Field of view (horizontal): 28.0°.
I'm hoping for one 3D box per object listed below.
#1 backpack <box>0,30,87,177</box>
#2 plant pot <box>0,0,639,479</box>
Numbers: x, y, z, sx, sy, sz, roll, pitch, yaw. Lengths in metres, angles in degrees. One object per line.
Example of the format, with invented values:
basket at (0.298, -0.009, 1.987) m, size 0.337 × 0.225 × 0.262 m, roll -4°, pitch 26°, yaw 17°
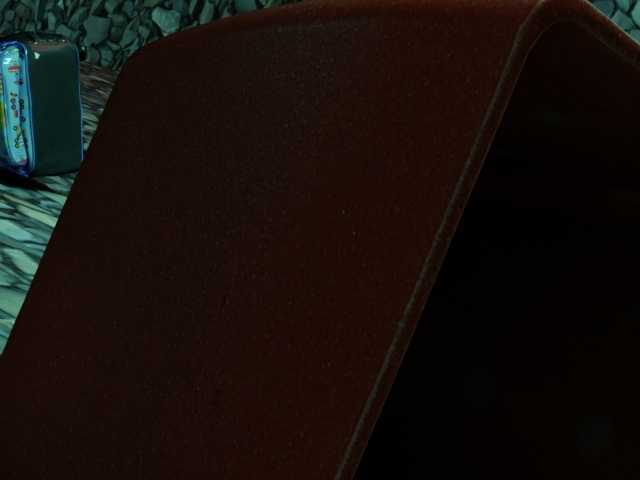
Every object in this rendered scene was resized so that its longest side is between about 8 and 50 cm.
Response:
backpack at (-0.341, -0.149, 1.394) m, size 0.173 × 0.158 × 0.117 m, roll 11°, pitch 16°, yaw 42°
plant pot at (0.019, 0.052, 0.519) m, size 0.235 × 0.267 × 0.267 m, roll 24°, pitch 1°, yaw 44°
